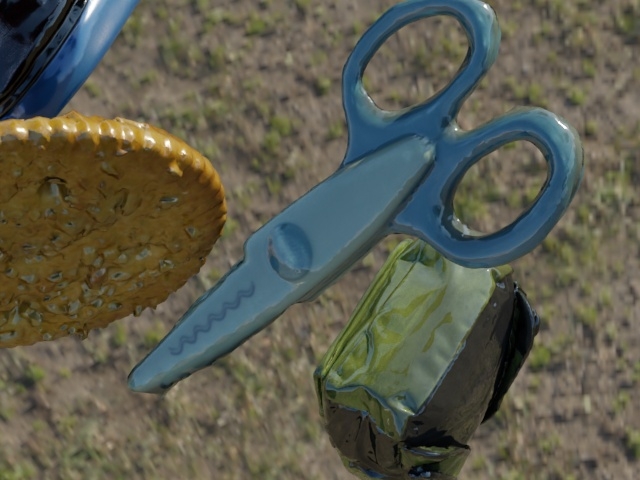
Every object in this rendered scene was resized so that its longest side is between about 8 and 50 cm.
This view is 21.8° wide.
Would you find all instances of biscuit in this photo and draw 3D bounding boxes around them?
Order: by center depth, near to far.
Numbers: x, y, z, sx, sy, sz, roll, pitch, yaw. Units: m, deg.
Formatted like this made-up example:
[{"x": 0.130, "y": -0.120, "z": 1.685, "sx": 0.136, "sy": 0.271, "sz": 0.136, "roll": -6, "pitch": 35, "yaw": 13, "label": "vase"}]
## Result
[{"x": -0.178, "y": 0.004, "z": 1.037, "sx": 0.254, "sy": 0.254, "sz": 0.035, "roll": -17, "pitch": 61, "yaw": -1, "label": "biscuit"}]

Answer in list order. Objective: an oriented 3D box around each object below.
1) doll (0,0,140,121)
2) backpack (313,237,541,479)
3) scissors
[{"x": -0.313, "y": -0.202, "z": 1.238, "sx": 0.284, "sy": 0.310, "sz": 0.240, "roll": -42, "pitch": 20, "yaw": 28, "label": "doll"}, {"x": 0.091, "y": 0.119, "z": 1.409, "sx": 0.140, "sy": 0.253, "sz": 0.207, "roll": 29, "pitch": 70, "yaw": 18, "label": "backpack"}, {"x": 0.000, "y": 0.000, "z": 0.849, "sx": 0.289, "sy": 0.041, "sz": 0.138, "roll": -39, "pitch": 80, "yaw": 28, "label": "scissors"}]
